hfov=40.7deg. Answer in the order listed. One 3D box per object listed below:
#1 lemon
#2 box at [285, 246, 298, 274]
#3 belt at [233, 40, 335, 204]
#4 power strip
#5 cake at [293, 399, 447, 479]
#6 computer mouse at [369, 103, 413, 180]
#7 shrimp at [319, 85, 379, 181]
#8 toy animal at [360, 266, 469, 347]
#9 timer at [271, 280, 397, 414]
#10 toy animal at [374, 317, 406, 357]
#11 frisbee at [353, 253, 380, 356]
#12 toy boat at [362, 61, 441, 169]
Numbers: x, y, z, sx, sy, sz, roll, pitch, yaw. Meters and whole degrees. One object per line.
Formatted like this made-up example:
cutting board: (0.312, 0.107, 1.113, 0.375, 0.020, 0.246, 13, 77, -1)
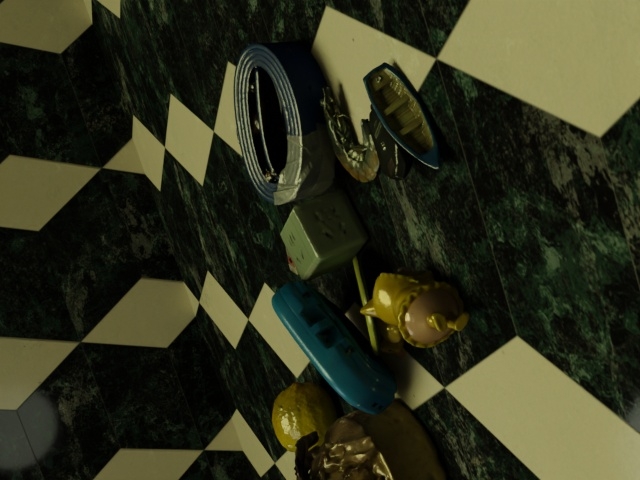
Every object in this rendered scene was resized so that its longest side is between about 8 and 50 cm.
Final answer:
lemon: (-0.046, 0.521, 2.528, 0.192, 0.192, 0.231, 15, 116, 64)
box: (-0.079, 0.050, 2.407, 0.046, 0.012, 0.083, 30, 136, 56)
belt: (-0.076, -0.257, 1.878, 0.212, 0.117, 0.346, -1, 100, 44)
power strip: (0.000, 0.000, 1.996, 0.140, 0.139, 0.224, 62, 158, 13)
cake: (0.097, 0.574, 2.061, 0.332, 0.321, 0.332, 51, 152, 42)
computer mouse: (0.137, -0.189, 1.607, 0.099, 0.057, 0.172, 108, 148, -61)
shrimp: (0.065, -0.219, 1.767, 0.150, 0.051, 0.217, 4, 122, 63)
toy animal: (0.189, 0.129, 1.662, 0.230, 0.156, 0.156, 21, 129, 65)
timer: (0.039, 0.245, 2.002, 0.340, 0.115, 0.309, 50, -175, 28)
toy animal: (0.162, 0.218, 1.916, 0.159, 0.070, 0.083, 81, 168, -47)
frisbee: (0.102, 0.146, 1.931, 0.236, 0.017, 0.236, -13, -90, -89)
toy boat: (0.155, -0.214, 1.534, 0.229, 0.080, 0.046, 58, -169, 18)
